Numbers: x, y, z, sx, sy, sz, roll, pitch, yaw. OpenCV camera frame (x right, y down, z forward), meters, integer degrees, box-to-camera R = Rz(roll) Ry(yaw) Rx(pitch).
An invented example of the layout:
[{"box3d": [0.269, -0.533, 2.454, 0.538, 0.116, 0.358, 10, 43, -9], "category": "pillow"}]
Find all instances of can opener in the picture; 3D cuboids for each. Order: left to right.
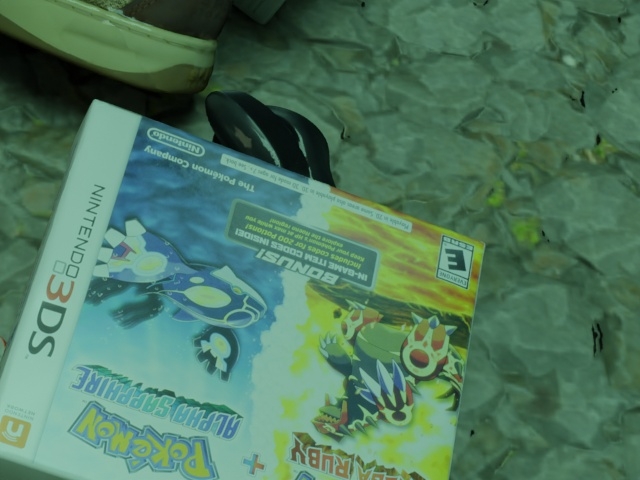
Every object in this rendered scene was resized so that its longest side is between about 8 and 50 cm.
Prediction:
[{"box3d": [0.000, 0.000, 0.849, 0.073, 0.059, 0.186, -10, 60, -54], "category": "can opener"}]

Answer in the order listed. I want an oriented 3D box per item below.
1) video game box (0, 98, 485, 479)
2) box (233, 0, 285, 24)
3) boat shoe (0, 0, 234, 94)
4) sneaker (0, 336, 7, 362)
[{"box3d": [-0.036, 0.051, 0.734, 0.205, 0.048, 0.187, 19, 58, -11], "category": "video game box"}, {"box3d": [-0.057, -0.235, 0.951, 0.170, 0.091, 0.130, 35, 68, -9], "category": "box"}, {"box3d": [-0.200, -0.197, 0.886, 0.342, 0.123, 0.123, 25, 16, 2], "category": "boat shoe"}, {"box3d": [-0.151, 0.080, 0.740, 0.161, 0.057, 0.075, 29, 56, 15], "category": "sneaker"}]
